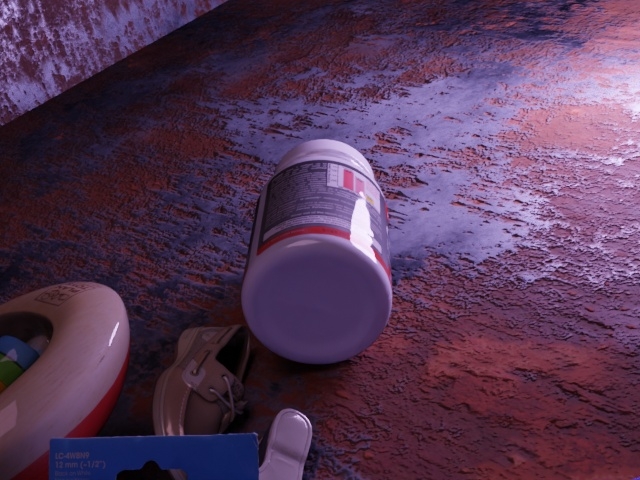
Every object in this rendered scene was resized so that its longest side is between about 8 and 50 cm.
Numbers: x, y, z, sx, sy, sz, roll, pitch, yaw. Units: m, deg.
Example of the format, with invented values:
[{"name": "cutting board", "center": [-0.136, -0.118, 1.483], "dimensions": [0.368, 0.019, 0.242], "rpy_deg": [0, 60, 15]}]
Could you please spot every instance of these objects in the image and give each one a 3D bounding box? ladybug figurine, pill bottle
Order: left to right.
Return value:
[{"name": "ladybug figurine", "center": [-0.397, 0.217, 1.275], "dimensions": [0.305, 0.162, 0.449], "rpy_deg": [9, 40, 42]}, {"name": "pill bottle", "center": [0.000, 0.000, 1.563], "dimensions": [0.210, 0.210, 0.363], "rpy_deg": [-14, 30, 10]}]

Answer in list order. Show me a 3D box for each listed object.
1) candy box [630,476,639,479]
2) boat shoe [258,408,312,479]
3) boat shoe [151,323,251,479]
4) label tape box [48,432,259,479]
[{"name": "candy box", "center": [0.292, 0.339, 0.895], "dimensions": [0.317, 0.122, 0.268], "rpy_deg": [-21, 29, 0]}, {"name": "boat shoe", "center": [-0.066, 0.299, 1.268], "dimensions": [0.065, 0.075, 0.206], "rpy_deg": [-53, 9, 43]}, {"name": "boat shoe", "center": [-0.153, 0.206, 1.416], "dimensions": [0.098, 0.109, 0.302], "rpy_deg": [-15, 24, 11]}, {"name": "label tape box", "center": [-0.189, 0.353, 0.964], "dimensions": [0.249, 0.115, 0.348], "rpy_deg": [-5, 76, 20]}]
